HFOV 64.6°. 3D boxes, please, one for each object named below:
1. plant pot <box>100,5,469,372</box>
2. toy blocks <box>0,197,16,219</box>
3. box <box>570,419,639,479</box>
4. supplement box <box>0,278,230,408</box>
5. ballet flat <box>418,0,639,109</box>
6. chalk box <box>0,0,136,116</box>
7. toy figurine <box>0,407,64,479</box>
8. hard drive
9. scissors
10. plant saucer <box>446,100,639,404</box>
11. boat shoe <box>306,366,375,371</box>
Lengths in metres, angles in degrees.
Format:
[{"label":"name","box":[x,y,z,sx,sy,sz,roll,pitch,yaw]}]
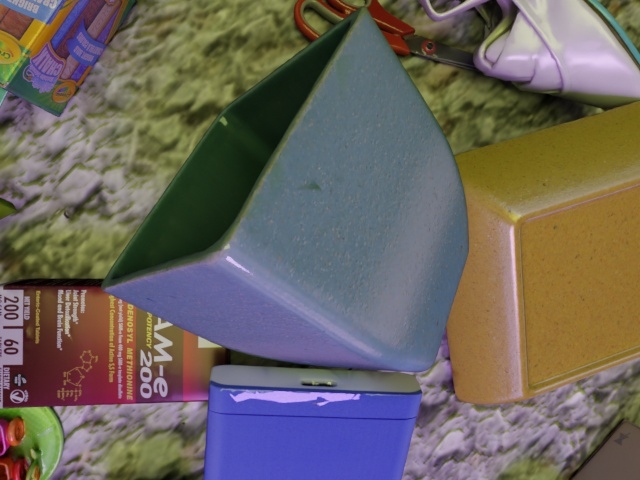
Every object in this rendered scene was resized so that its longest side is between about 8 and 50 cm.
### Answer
[{"label":"plant pot","box":[0.000,0.000,0.485,0.252,0.248,0.247,40,59,-26]},{"label":"toy blocks","box":[-0.544,-0.057,0.475,0.382,0.191,0.260,-29,84,-7]},{"label":"box","box":[0.460,0.369,0.629,0.232,0.148,0.127,45,86,-6]},{"label":"supplement box","box":[-0.221,0.109,0.561,0.240,0.073,0.130,0,91,-9]},{"label":"ballet flat","box":[0.200,-0.277,0.587,0.139,0.139,0.400,-42,94,-5]},{"label":"chalk box","box":[-0.310,-0.219,0.507,0.132,0.132,0.213,33,87,-7]},{"label":"toy figurine","box":[-0.349,0.257,0.504,0.130,0.159,0.173,-4,93,-8]},{"label":"hard drive","box":[-0.023,0.285,0.558,0.211,0.040,0.318,5,111,-8]},{"label":"scissors","box":[0.112,-0.234,0.625,0.297,0.021,0.108,27,79,-11]},{"label":"plant saucer","box":[0.306,0.033,0.576,0.333,0.081,0.332,-17,115,-7]},{"label":"boat shoe","box":[0.022,0.148,0.604,0.226,0.083,0.075,-39,74,-9]}]
